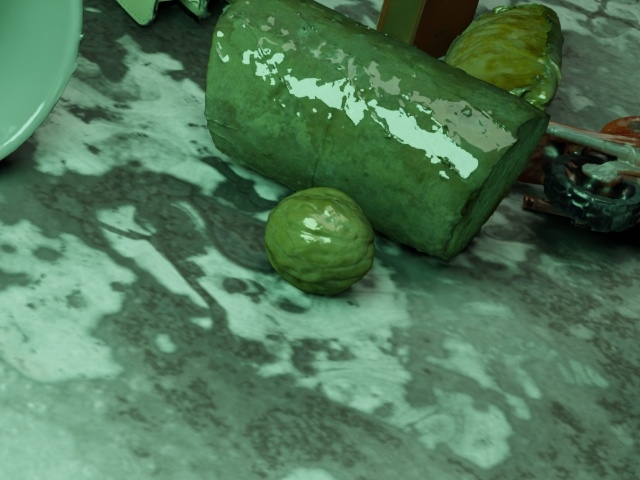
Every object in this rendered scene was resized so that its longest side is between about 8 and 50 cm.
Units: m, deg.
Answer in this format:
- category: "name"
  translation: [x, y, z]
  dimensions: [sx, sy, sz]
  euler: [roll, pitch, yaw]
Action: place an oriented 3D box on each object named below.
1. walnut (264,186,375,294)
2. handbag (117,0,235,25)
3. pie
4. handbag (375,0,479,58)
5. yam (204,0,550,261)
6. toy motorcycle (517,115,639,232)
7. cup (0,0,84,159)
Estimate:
- category: "walnut"
  translation: [0.000, 0.000, 1.411]
  dimensions: [0.092, 0.092, 0.092]
  euler: [13, 31, -8]
- category: "handbag"
  translation: [-0.139, -0.409, 1.730]
  dimensions: [0.160, 0.358, 0.237]
  euler: [-9, 39, -35]
- category: "pie"
  translation: [0.169, -0.166, 1.742]
  dimensions: [0.129, 0.068, 0.282]
  euler: [-10, 22, 14]
- category: "handbag"
  translation: [0.121, -0.269, 1.801]
  dimensions: [0.063, 0.190, 0.127]
  euler: [30, 32, 23]
- category: "yam"
  translation: [0.039, -0.095, 1.511]
  dimensions: [0.268, 0.161, 0.161]
  euler: [25, 31, 15]
- category: "toy motorcycle"
  translation: [0.305, -0.060, 1.657]
  dimensions: [0.298, 0.089, 0.171]
  euler: [-4, 36, -31]
- category: "cup"
  translation: [-0.372, -0.167, 1.413]
  dimensions: [0.301, 0.227, 0.257]
  euler: [-39, 43, -22]
